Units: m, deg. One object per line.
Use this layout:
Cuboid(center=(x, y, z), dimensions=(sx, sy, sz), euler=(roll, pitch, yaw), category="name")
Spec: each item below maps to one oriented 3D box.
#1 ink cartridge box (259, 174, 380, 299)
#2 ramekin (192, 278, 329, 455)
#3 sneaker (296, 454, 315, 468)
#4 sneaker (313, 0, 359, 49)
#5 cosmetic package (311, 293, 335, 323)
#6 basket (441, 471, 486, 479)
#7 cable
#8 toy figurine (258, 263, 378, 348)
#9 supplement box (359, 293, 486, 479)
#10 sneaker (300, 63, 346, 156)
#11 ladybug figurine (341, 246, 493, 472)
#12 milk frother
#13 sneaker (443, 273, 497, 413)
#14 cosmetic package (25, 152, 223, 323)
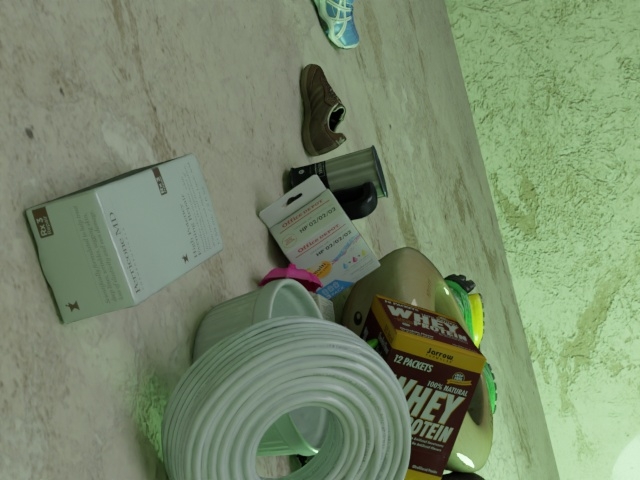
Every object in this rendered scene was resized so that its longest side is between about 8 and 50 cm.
Cuboid(center=(0.000, 0.000, 1.555), dimensions=(0.061, 0.104, 0.181), euler=(57, 3, 42), category="ink cartridge box")
Cuboid(center=(-0.064, 0.155, 1.275), dimensions=(0.207, 0.109, 0.207), euler=(-14, 90, -72), category="ramekin")
Cuboid(center=(-0.010, 0.291, 1.427), dimensions=(0.078, 0.067, 0.188), euler=(32, 45, -34), category="sneaker")
Cuboid(center=(0.034, -0.444, 2.031), dimensions=(0.211, 0.081, 0.080), euler=(59, 23, -44), category="sneaker")
Cuboid(center=(-0.004, 0.141, 1.562), dimensions=(0.060, 0.041, 0.115), euler=(38, 42, -61), category="cosmetic package")
Cuboid(center=(0.194, 0.457, 1.742), dimensions=(0.227, 0.154, 0.204), euler=(35, 47, -58), category="basket")
Cuboid(center=(-0.031, 0.208, 1.126), dimensions=(0.089, 0.257, 0.257), euler=(-142, -142, -62), category="cable")
Cuboid(center=(-0.033, 0.114, 1.435), dimensions=(0.173, 0.130, 0.159), euler=(-33, 89, -39), category="toy figurine")
Cuboid(center=(0.117, 0.204, 1.507), dimensions=(0.191, 0.129, 0.194), euler=(-115, -137, -76), category="supplement box")
Cuboid(center=(0.011, -0.222, 1.818), dimensions=(0.066, 0.071, 0.188), euler=(50, 32, -52), category="sneaker")
Cuboid(center=(0.161, 0.213, 1.791), dimensions=(0.305, 0.162, 0.449), euler=(-80, 149, -51), category="ladybug figurine")
Cuboid(center=(0.039, -0.055, 1.670), dimensions=(0.143, 0.135, 0.129), euler=(61, 18, -57), category="milk frother")
Cuboid(center=(0.240, 0.245, 2.110), dimensions=(0.146, 0.134, 0.343), euler=(-21, 107, -35), category="sneaker")
Cuboid(center=(-0.186, -0.009, 1.085), dimensions=(0.231, 0.085, 0.117), euler=(-44, 117, -70), category="cosmetic package")
